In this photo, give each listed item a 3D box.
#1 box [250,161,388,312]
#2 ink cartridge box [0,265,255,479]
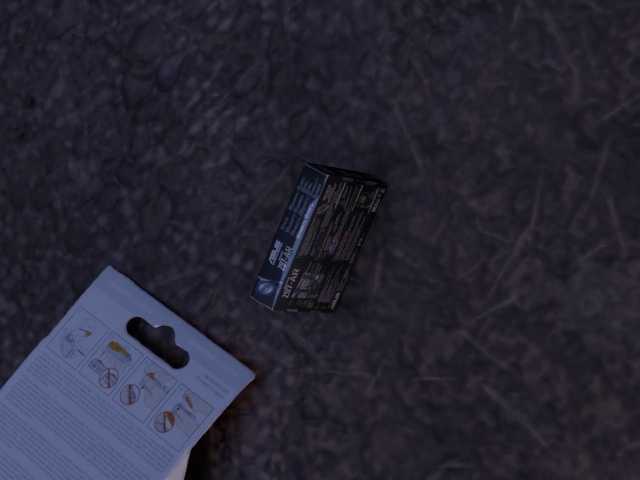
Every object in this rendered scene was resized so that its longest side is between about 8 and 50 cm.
[{"bbox_3d":[0.000,0.000,1.002,0.018,0.067,0.083,29,103,31],"label":"box"},{"bbox_3d":[-0.137,0.123,1.086,0.145,0.045,0.179,33,77,34],"label":"ink cartridge box"}]
